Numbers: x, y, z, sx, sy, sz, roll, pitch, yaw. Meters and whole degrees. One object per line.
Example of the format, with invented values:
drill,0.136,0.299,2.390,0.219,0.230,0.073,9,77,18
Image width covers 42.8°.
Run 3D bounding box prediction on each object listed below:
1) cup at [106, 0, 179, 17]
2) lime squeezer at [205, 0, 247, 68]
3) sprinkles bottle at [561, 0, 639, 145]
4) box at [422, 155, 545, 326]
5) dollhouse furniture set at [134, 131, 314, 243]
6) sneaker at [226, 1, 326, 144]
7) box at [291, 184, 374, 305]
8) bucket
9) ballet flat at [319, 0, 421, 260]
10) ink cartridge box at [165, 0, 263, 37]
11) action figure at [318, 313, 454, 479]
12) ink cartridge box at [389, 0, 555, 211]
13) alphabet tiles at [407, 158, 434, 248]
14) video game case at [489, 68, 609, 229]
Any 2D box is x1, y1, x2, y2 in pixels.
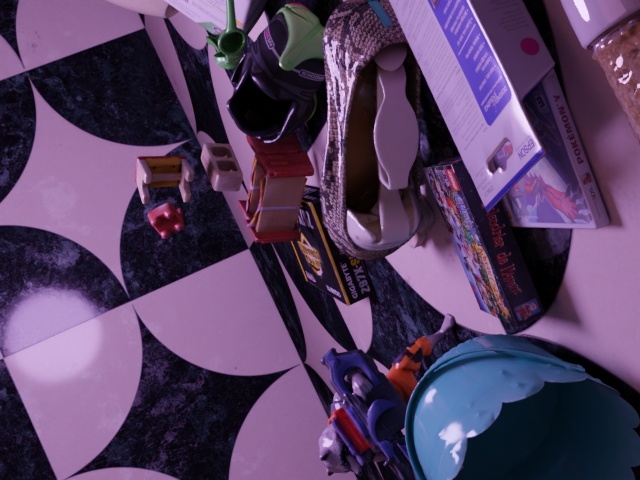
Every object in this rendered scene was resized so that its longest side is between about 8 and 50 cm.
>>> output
cup,-0.405,-0.669,1.933,0.237,0.331,0.331,42,167,-4
lime squeezer,-0.173,-0.390,1.543,0.310,0.059,0.109,152,115,-76
sprinkles bottle,0.309,-0.058,0.597,0.355,0.121,0.121,64,166,4
box,0.221,-0.005,1.130,0.159,0.044,0.233,-150,36,-83
dollhouse furniture set,-0.216,-0.111,1.756,0.152,0.374,0.201,-117,33,-44
sneaker,-0.104,-0.281,1.538,0.185,0.202,0.483,41,167,0
box,0.000,0.000,1.958,0.257,0.079,0.322,71,166,-14
bucket,0.254,0.267,1.074,0.183,0.281,0.281,-135,24,-66
ballet flat,0.085,-0.111,1.203,0.182,0.164,0.482,-117,17,-48
ink cartridge box,-0.200,-0.514,1.575,0.201,0.117,0.278,34,167,-5
action figure,0.152,0.319,1.383,0.341,0.330,0.178,62,164,17
ink cartridge box,0.160,-0.231,0.910,0.175,0.069,0.370,114,138,-71
alphabet tiles,0.112,-0.126,1.436,0.284,0.021,0.278,62,166,17
video game case,0.246,-0.101,0.967,0.183,0.023,0.201,67,166,-8
